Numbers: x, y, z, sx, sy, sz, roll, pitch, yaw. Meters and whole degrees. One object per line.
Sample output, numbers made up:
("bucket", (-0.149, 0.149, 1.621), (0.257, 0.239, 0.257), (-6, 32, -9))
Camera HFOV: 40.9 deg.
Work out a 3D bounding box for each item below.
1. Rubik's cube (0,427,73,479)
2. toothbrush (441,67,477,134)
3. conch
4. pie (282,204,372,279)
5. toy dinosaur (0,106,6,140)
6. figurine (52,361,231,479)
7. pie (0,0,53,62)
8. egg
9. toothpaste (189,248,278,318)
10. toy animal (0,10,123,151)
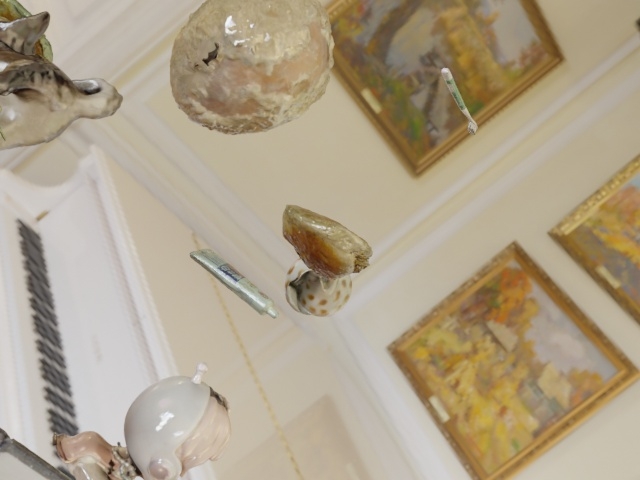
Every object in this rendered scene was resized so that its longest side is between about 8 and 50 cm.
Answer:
("Rubik's cube", (-0.558, 0.416, 1.214), (0.313, 0.316, 0.318), (39, -29, -11))
("toothbrush", (0.296, -0.291, 1.816), (0.018, 0.024, 0.257), (8, -19, 27))
("conch", (-0.006, 0.122, 2.322), (0.275, 0.182, 0.149), (86, -1, -47))
("pie", (0.000, 0.000, 1.429), (0.163, 0.079, 0.193), (43, -15, -12))
("toy dinosaur", (-0.530, -0.213, 1.358), (0.060, 0.029, 0.120), (12, -42, 59))
("figurine", (-0.364, 0.433, 1.849), (0.253, 0.361, 0.211), (-127, -165, -57))
("pie", (-0.711, -0.418, 1.805), (0.302, 0.302, 0.067), (47, 34, -40))
("egg", (-0.122, -0.325, 1.526), (0.279, 0.310, 0.279), (-22, 90, -79))
("toothpaste", (-0.172, 0.087, 1.768), (0.233, 0.038, 0.060), (38, 34, 21))
("toy animal", (-0.538, -0.292, 1.498), (0.302, 0.194, 0.344), (-13, 46, -40))
